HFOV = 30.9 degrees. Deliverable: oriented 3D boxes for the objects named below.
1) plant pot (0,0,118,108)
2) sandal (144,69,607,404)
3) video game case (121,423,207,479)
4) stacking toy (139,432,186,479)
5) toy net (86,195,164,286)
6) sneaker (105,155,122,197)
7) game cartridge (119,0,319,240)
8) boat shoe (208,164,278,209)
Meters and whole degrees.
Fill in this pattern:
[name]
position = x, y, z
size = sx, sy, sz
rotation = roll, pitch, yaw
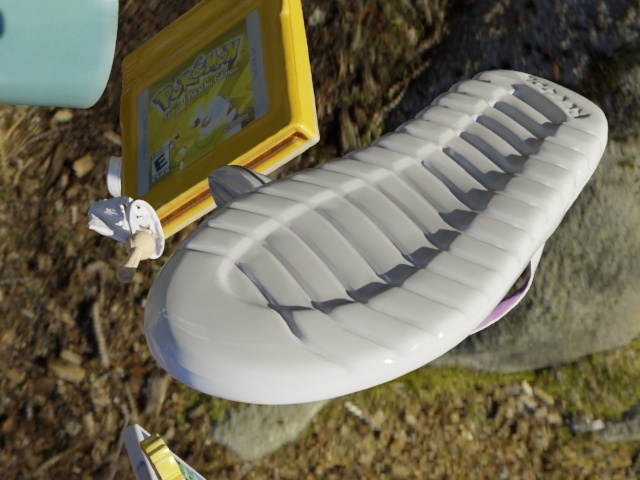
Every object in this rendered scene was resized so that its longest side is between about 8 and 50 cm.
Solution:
[plant pot]
position = -0.379, -0.286, 1.264
size = 0.235, 0.293, 0.293
rotation = -6, 121, -28
[sandal]
position = 0.066, 0.008, 0.766
size = 0.169, 0.416, 0.102
rotation = 32, 135, 30
[video game case]
position = -0.192, 0.485, 1.897
size = 0.036, 0.300, 0.329
rotation = -34, 136, 4
[stacking toy]
position = -0.156, 0.290, 0.962
size = 0.167, 0.052, 0.221
rotation = -32, 113, -16
[toy net]
position = -0.141, 0.022, 1.106
size = 0.122, 0.232, 0.045
rotation = 6, 126, -44
[sneaker]
position = -0.251, -0.090, 1.908
size = 0.163, 0.226, 0.086
rotation = 1, 87, 1
[game cartridge]
position = -0.138, -0.179, 1.427
size = 0.285, 0.324, 0.052
rotation = -31, 137, 25
[boat shoe]
position = 0.000, 0.000, 0.922
size = 0.075, 0.226, 0.083
rotation = -32, 142, -22
